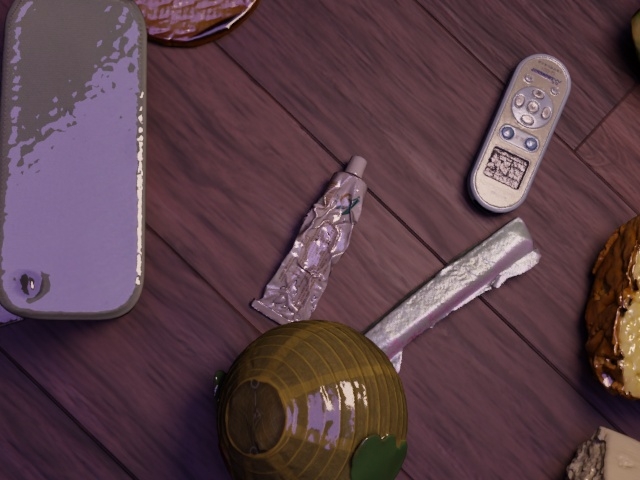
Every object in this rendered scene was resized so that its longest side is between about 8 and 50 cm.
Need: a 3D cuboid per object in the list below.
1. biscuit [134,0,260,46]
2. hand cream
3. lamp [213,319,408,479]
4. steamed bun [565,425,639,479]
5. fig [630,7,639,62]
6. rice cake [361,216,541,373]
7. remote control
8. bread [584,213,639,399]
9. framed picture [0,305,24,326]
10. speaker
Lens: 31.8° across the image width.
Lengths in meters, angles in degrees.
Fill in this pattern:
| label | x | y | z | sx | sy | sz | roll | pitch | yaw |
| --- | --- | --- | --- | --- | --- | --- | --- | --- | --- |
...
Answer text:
| label | x | y | z | sx | sy | sz | roll | pitch | yaw |
| --- | --- | --- | --- | --- | --- | --- | --- | --- | --- |
| biscuit | -0.191 | -0.354 | 1.564 | 0.229 | 0.031 | 0.176 | 12 | 80 | -3 |
| hand cream | 0.001 | 0.000 | 1.530 | 0.084 | 0.050 | 0.257 | 30 | 83 | -5 |
| lamp | 0.003 | 0.222 | 1.421 | 0.250 | 0.284 | 0.250 | -4 | 83 | 37 |
| steamed bun | 0.388 | 0.381 | 1.438 | 0.200 | 0.225 | 0.170 | 29 | 121 | 9 |
| fig | 0.563 | -0.286 | 1.547 | 0.271 | 0.239 | 0.239 | 9 | 81 | 7 |
| rice cake | 0.178 | 0.077 | 1.536 | 0.290 | 0.051 | 0.081 | -38 | 79 | -9 |
| remote control | 0.278 | -0.149 | 1.583 | 0.087 | 0.047 | 0.244 | 26 | 79 | -6 |
| bread | 0.446 | 0.087 | 1.524 | 0.160 | 0.147 | 0.260 | 9 | 85 | -14 |
| framed picture | -0.504 | 0.021 | 1.484 | 0.173 | 0.010 | 0.231 | -15 | 84 | -9 |
| speaker | -0.310 | -0.095 | 1.435 | 0.183 | 0.184 | 0.406 | 1 | 82 | -6 |
